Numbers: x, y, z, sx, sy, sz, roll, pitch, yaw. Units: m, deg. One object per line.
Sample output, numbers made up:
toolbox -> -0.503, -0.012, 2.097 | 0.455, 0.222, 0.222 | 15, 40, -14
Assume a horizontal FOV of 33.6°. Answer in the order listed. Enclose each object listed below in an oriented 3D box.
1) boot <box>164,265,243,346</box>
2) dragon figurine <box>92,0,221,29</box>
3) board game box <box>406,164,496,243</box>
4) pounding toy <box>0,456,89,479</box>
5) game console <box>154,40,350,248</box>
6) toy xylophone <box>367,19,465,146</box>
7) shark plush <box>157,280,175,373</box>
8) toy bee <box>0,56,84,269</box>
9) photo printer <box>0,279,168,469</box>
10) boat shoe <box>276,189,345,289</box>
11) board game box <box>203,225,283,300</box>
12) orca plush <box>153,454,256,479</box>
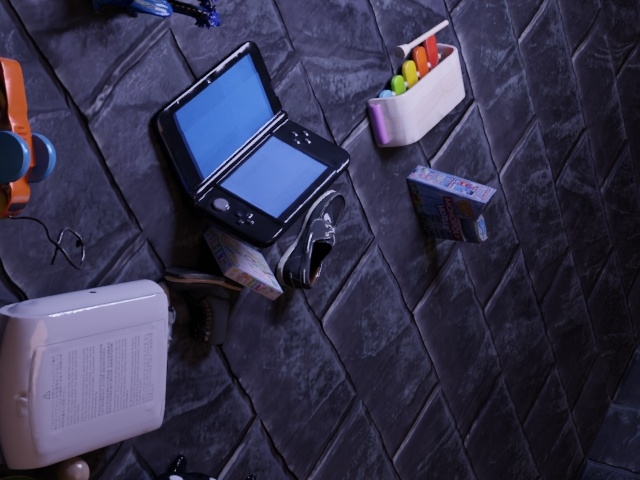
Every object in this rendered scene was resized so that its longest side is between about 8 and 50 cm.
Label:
boot -> -0.209, 0.121, 1.863 | 0.198, 0.076, 0.137 | 12, 93, -55
dragon figurine -> -0.271, -0.382, 1.605 | 0.289, 0.144, 0.085 | 4, 94, -54
board game box -> 0.312, -0.070, 2.419 | 0.060, 0.194, 0.194 | -47, 132, -37
pounding toy -> -0.428, 0.445, 1.574 | 0.237, 0.110, 0.183 | -22, 124, -39
game console -> -0.110, -0.173, 1.859 | 0.293, 0.250, 0.173 | -47, 159, -36
toy xylophone -> 0.220, -0.349, 2.327 | 0.322, 0.081, 0.236 | -34, 124, -45
shark plush -> -0.265, 0.154, 1.815 | 0.067, 0.073, 0.161 | -76, 153, -67
toy bee -> -0.451, -0.091, 1.440 | 0.195, 0.162, 0.298 | 43, 31, -65
photo printer -> -0.376, 0.204, 1.626 | 0.307, 0.107, 0.256 | -11, 108, -51
boat shoe -> 0.000, 0.000, 2.115 | 0.233, 0.079, 0.084 | -61, 138, -27
board game box -> -0.140, 0.042, 1.919 | 0.026, 0.103, 0.154 | -41, 143, 13
orca plush -> -0.219, 0.427, 1.899 | 0.287, 0.151, 0.102 | 8, 60, -51
